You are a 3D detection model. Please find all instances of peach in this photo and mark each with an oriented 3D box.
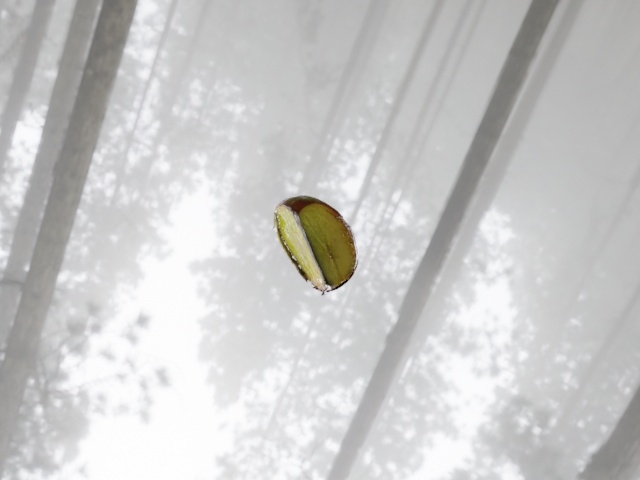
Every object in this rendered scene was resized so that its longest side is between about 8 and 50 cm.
[{"bbox_3d":[0.000,0.000,0.846,0.050,0.077,0.083,-23,-125,-24],"label":"peach"}]
